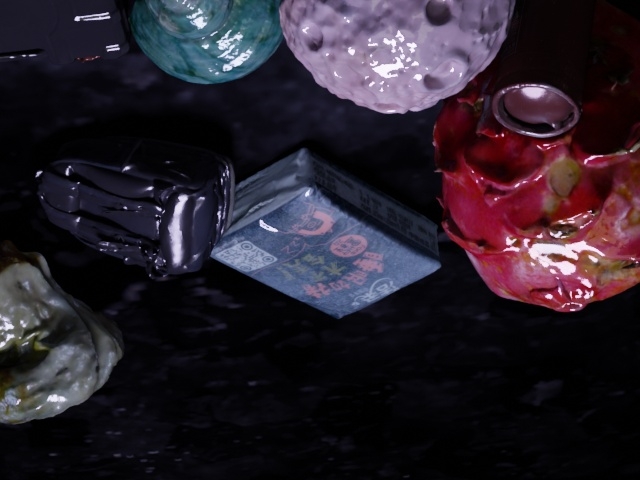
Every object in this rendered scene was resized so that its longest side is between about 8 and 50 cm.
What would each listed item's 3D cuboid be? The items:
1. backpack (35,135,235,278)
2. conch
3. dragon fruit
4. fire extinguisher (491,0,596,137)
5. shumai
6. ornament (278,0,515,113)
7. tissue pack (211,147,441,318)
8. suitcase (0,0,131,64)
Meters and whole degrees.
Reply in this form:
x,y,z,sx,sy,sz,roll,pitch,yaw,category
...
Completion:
x,y,z,sx,sy,sz,roll,pitch,yaw,category
-0.254,-0.052,1.701,0.258,0.133,0.206,13,130,6,backpack
-0.128,-0.256,1.392,0.196,0.134,0.202,-24,149,8,conch
0.279,-0.124,1.484,0.371,0.386,0.249,-10,141,39,dragon fruit
0.251,-0.249,1.359,0.104,0.269,0.105,12,151,6,fire extinguisher
-0.472,0.111,1.936,0.309,0.304,0.263,-12,114,12,shumai
0.088,-0.259,1.315,0.225,0.259,0.259,28,140,-9,ornament
0.000,0.000,1.870,0.228,0.103,0.315,-26,143,33,tissue pack
-0.366,-0.270,1.399,0.285,0.066,0.206,-7,148,0,suitcase
